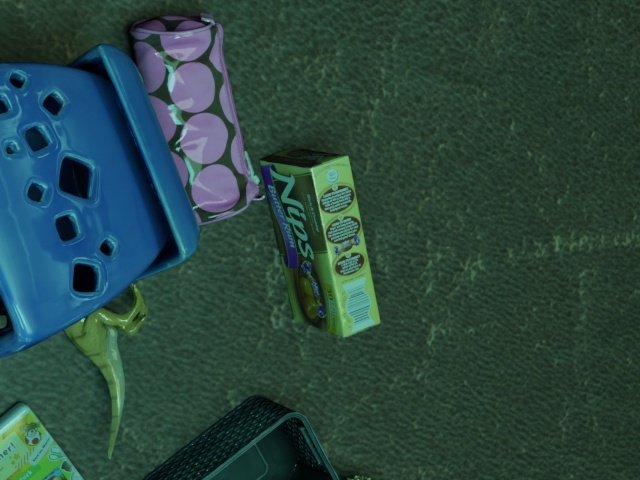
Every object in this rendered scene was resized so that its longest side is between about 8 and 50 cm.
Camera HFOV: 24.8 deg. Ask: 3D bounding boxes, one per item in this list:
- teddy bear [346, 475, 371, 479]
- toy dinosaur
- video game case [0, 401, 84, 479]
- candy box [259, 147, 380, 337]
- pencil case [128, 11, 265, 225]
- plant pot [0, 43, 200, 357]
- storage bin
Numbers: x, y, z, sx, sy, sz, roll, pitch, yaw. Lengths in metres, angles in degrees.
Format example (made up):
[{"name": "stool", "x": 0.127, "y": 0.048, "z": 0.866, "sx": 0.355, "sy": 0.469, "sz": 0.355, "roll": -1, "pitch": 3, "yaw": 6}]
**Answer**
[{"name": "teddy bear", "x": 0.036, "y": 0.392, "z": 1.638, "sx": 0.338, "sy": 0.113, "sz": 0.245, "roll": -30, "pitch": 105, "yaw": -16}, {"name": "toy dinosaur", "x": -0.221, "y": 0.095, "z": 1.456, "sx": 0.112, "sy": 0.064, "sz": 0.211, "roll": -32, "pitch": 103, "yaw": -10}, {"name": "video game case", "x": -0.324, "y": 0.307, "z": 1.436, "sx": 0.227, "sy": 0.026, "sz": 0.206, "roll": -40, "pitch": 116, "yaw": -19}, {"name": "candy box", "x": 0.000, "y": 0.000, "z": 1.539, "sx": 0.053, "sy": 0.109, "sz": 0.186, "roll": -21, "pitch": 108, "yaw": -27}, {"name": "pencil case", "x": -0.123, "y": -0.125, "z": 1.456, "sx": 0.098, "sy": 0.095, "sz": 0.209, "roll": -10, "pitch": 108, "yaw": 6}, {"name": "plant pot", "x": -0.252, "y": -0.036, "z": 1.287, "sx": 0.212, "sy": 0.236, "sz": 0.236, "roll": -23, "pitch": 92, "yaw": -34}, {"name": "storage bin", "x": -0.085, "y": 0.264, "z": 1.542, "sx": 0.180, "sy": 0.084, "sz": 0.122, "roll": -36, "pitch": 114, "yaw": -23}]
